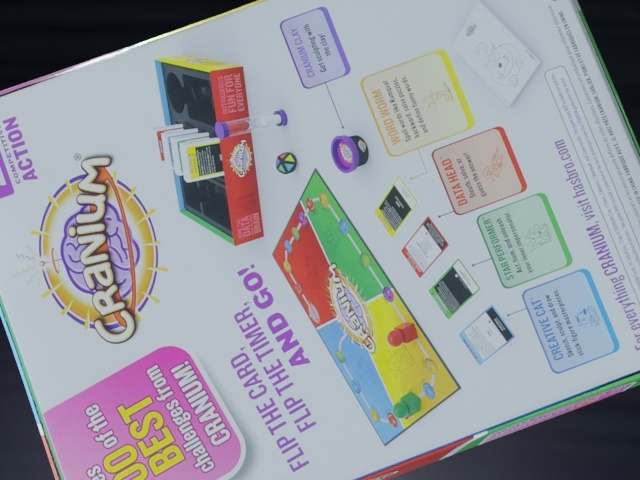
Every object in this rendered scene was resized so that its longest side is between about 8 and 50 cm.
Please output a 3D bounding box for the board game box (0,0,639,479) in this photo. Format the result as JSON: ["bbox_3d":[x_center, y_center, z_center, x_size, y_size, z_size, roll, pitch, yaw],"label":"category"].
[{"bbox_3d":[0.000,0.000,0.951,0.064,0.316,0.242,90,160,-79],"label":"board game box"}]
